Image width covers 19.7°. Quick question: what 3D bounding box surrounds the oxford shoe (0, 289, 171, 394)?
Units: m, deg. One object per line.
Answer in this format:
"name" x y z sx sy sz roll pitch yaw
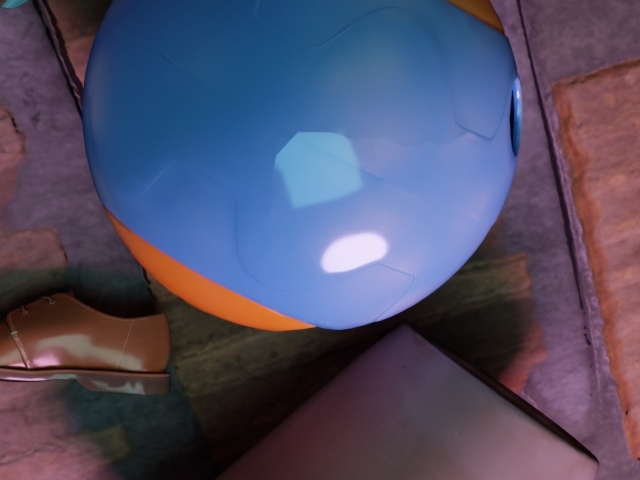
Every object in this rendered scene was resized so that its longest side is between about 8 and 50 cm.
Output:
"oxford shoe" -0.218 0.073 1.400 0.212 0.076 0.076 4 89 -11

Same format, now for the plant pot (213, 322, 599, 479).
"plant pot" 0.058 0.227 1.423 0.323 0.323 0.280 33 93 -26

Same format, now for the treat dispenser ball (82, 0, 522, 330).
"treat dispenser ball" -0.012 -0.083 1.207 0.288 0.288 0.288 -5 121 -9

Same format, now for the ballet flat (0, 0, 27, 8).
"ballet flat" -0.154 -0.255 1.202 0.087 0.083 0.247 4 122 -30
